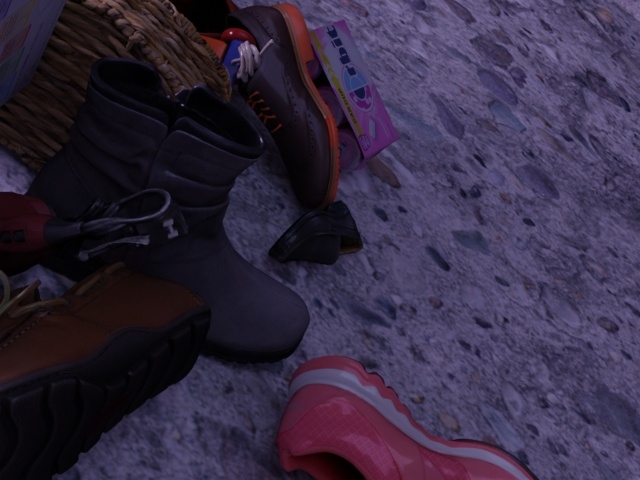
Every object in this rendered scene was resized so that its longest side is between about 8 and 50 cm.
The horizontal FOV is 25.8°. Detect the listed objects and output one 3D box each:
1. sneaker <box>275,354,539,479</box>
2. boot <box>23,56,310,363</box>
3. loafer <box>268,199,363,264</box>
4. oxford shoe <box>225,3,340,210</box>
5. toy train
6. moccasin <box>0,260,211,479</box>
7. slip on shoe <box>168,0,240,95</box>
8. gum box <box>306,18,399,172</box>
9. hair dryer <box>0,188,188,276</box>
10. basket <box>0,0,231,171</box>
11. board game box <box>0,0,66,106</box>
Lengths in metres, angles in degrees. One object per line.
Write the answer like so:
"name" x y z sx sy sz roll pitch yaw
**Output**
"sneaker" 0.087 0.248 1.368 0.314 0.116 0.136 31 41 -2
"boot" -0.111 -0.021 1.357 0.338 0.223 0.118 25 33 -24
"loafer" 0.000 0.000 1.620 0.061 0.062 0.170 51 32 8
"oxford shoe" -0.052 -0.159 1.709 0.098 0.097 0.271 -7 73 -35
"toy train" -0.151 -0.211 1.566 0.143 0.248 0.105 25 68 -12
"moccasin" -0.233 0.098 1.155 0.147 0.139 0.380 29 30 14
"slip on shoe" -0.127 -0.259 1.778 0.331 0.101 0.123 4 44 -48
"gum box" 0.024 -0.185 1.830 0.107 0.062 0.188 -32 98 -57
"hair dryer" -0.264 -0.016 1.200 0.223 0.293 0.080 65 13 -84
"basket" -0.237 -0.205 1.469 0.299 0.213 0.223 37 31 -7
"board game box" -0.330 -0.145 1.175 0.064 0.242 0.316 39 47 0
